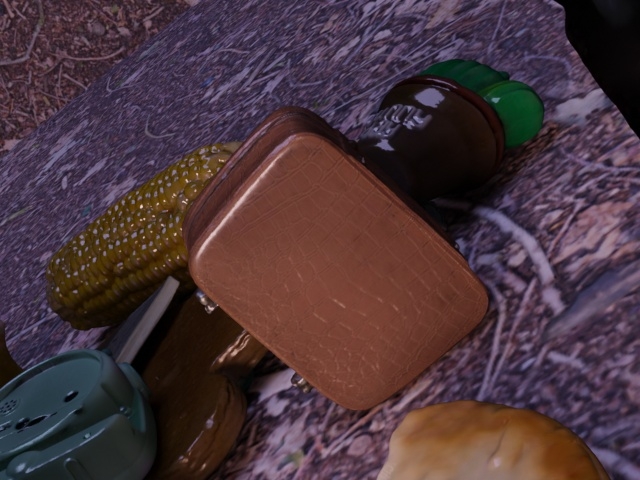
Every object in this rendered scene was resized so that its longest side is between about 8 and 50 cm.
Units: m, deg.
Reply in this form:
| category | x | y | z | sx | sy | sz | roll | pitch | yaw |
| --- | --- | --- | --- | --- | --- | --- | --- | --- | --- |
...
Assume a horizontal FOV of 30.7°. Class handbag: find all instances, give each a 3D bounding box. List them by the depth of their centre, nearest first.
| category | x | y | z | sx | sy | sz | roll | pitch | yaw |
| --- | --- | --- | --- | --- | --- | --- | --- | --- | --- |
| handbag | 0.005 | 0.020 | 0.788 | 0.151 | 0.193 | 0.072 | -46 | 23 | 9 |

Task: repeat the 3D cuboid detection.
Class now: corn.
| category | x | y | z | sx | sy | sz | roll | pitch | yaw |
| --- | --- | --- | --- | --- | --- | --- | --- | --- | --- |
| corn | -0.158 | 0.001 | 1.199 | 0.347 | 0.130 | 0.130 | -29 | 24 | 34 |

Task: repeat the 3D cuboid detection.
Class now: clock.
| category | x | y | z | sx | sy | sz | roll | pitch | yaw |
| --- | --- | --- | --- | --- | --- | --- | --- | --- | --- |
| clock | -0.210 | 0.148 | 0.915 | 0.159 | 0.066 | 0.211 | -27 | 23 | 3 |

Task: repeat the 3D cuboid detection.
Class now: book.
| category | x | y | z | sx | sy | sz | roll | pitch | yaw |
| --- | --- | --- | --- | --- | --- | --- | --- | --- | --- |
| book | -0.208 | 0.123 | 1.114 | 0.199 | 0.016 | 0.138 | -40 | 17 | 49 |

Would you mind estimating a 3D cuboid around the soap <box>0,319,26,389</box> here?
| category | x | y | z | sx | sy | sz | roll | pitch | yaw |
| --- | --- | --- | --- | --- | --- | --- | --- | --- | --- |
| soap | -0.462 | 0.232 | 1.213 | 0.335 | 0.156 | 0.293 | -17 | 28 | 47 |

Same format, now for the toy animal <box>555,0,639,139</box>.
| category | x | y | z | sx | sy | sz | roll | pitch | yaw |
| --- | --- | --- | --- | --- | --- | --- | --- | --- | --- |
| toy animal | 0.299 | -0.167 | 0.607 | 0.310 | 0.251 | 0.251 | -36 | 20 | 29 |

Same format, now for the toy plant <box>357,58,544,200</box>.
| category | x | y | z | sx | sy | sz | roll | pitch | yaw |
| --- | --- | --- | --- | --- | --- | --- | --- | --- | --- |
| toy plant | 0.113 | -0.098 | 0.969 | 0.143 | 0.105 | 0.200 | 1 | 34 | 49 |

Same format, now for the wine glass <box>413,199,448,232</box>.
| category | x | y | z | sx | sy | sz | roll | pitch | yaw |
| --- | --- | --- | --- | --- | --- | --- | --- | --- | --- |
| wine glass | 0.000 | 0.000 | 0.921 | 0.196 | 0.079 | 0.079 | 2 | 43 | 33 |

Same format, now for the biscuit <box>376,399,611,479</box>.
| category | x | y | z | sx | sy | sz | roll | pitch | yaw |
| --- | --- | --- | --- | --- | --- | --- | --- | --- | --- |
| biscuit | 0.055 | 0.198 | 0.552 | 0.205 | 0.040 | 0.309 | -17 | 31 | 47 |

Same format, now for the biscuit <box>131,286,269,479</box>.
| category | x | y | z | sx | sy | sz | roll | pitch | yaw |
| --- | --- | --- | --- | --- | --- | --- | --- | --- | --- |
| biscuit | -0.103 | 0.116 | 0.978 | 0.197 | 0.049 | 0.301 | -45 | 18 | 13 |
